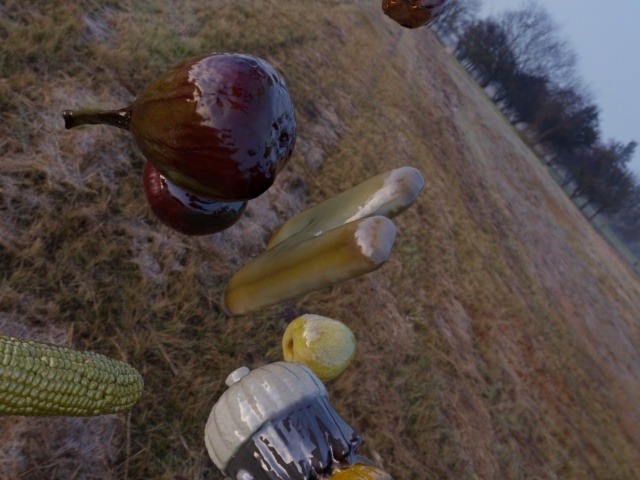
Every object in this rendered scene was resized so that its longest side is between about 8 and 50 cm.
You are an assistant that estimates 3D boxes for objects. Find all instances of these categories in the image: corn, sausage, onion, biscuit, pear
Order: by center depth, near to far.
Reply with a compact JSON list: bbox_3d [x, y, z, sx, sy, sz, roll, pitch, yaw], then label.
[{"bbox_3d":[-0.373,0.182,0.657,0.310,0.101,0.101,30,32,-46],"label":"corn"},{"bbox_3d":[0.000,0.000,0.721,0.062,0.290,0.237,55,40,-16],"label":"biscuit"},{"bbox_3d":[0.194,-0.436,0.765,0.102,0.102,0.330,44,63,-21],"label":"sausage"},{"bbox_3d":[0.000,0.252,1.199,0.178,0.178,0.178,42,25,-25],"label":"pear"},{"bbox_3d":[-0.330,-0.129,1.308,0.273,0.285,0.273,14,62,-28],"label":"onion"}]

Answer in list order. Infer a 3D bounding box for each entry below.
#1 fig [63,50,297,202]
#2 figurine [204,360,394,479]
[{"bbox_3d":[-0.172,-0.122,0.633,0.190,0.290,0.191,-16,90,-79],"label":"fig"},{"bbox_3d":[-0.008,0.278,0.633,0.185,0.332,0.204,-13,107,-40],"label":"figurine"}]
